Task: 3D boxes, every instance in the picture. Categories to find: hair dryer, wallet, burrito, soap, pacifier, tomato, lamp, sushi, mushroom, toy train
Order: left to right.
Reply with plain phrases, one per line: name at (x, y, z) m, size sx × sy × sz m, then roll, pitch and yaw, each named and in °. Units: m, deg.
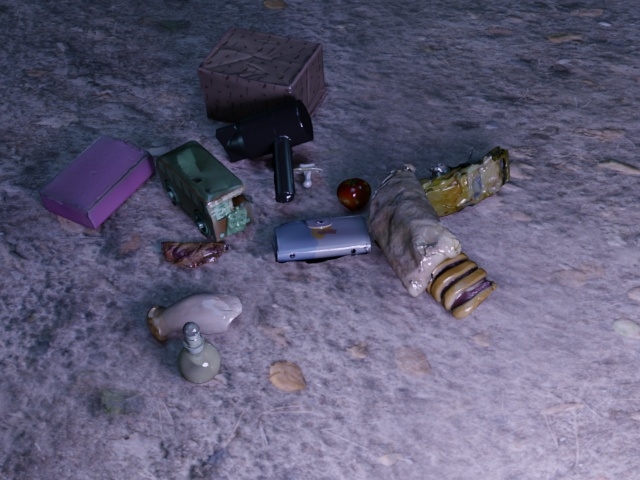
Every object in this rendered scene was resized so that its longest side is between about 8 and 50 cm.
soap at (-0.582, -0.155, 2.158) m, size 0.181 × 0.081 × 0.259 m, roll 19°, pitch 52°, yaw 23°
mushroom at (-0.276, 0.167, 1.814) m, size 0.212 × 0.088 × 0.097 m, roll -11°, pitch 78°, yaw 2°
lamp at (-0.256, 0.226, 1.699) m, size 0.091 × 0.163 × 0.091 m, roll -1°, pitch 46°, yaw 1°
toy train at (-0.300, -0.135, 2.059) m, size 0.129 × 0.159 × 0.326 m, roll -29°, pitch 48°, yaw -23°
hair dryer at (-0.143, -0.206, 2.118) m, size 0.244 × 0.116 × 0.303 m, roll -17°, pitch 52°, yaw 16°
pacifier at (-0.034, -0.168, 2.145) m, size 0.083 × 0.068 × 0.064 m, roll 0°, pitch 79°, yaw 14°
wallet at (0.000, 0.000, 1.959) m, size 0.230 × 0.069 × 0.170 m, roll -6°, pitch 28°, yaw -5°
tomato at (0.083, -0.115, 2.059) m, size 0.087 × 0.075 × 0.087 m, roll -7°, pitch 31°, yaw 4°
burrito at (0.193, -0.029, 1.856) m, size 0.175 × 0.107 × 0.348 m, roll -33°, pitch 40°, yaw 10°
sushi at (0.346, -0.156, 2.032) m, size 0.290 × 0.139 × 0.131 m, roll -21°, pitch 40°, yaw -12°

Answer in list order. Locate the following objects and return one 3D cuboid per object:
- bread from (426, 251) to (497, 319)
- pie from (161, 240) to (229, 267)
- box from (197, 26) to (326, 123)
bread at (0.292, 0.076, 1.846) m, size 0.134 × 0.081 × 0.225 m, roll -28°, pitch 46°, yaw -21°
pie at (-0.306, 0.030, 1.984) m, size 0.169 × 0.034 × 0.092 m, roll -3°, pitch 42°, yaw 2°
box at (-0.162, -0.451, 2.331) m, size 0.297 × 0.190 × 0.225 m, roll 14°, pitch 50°, yaw 19°
